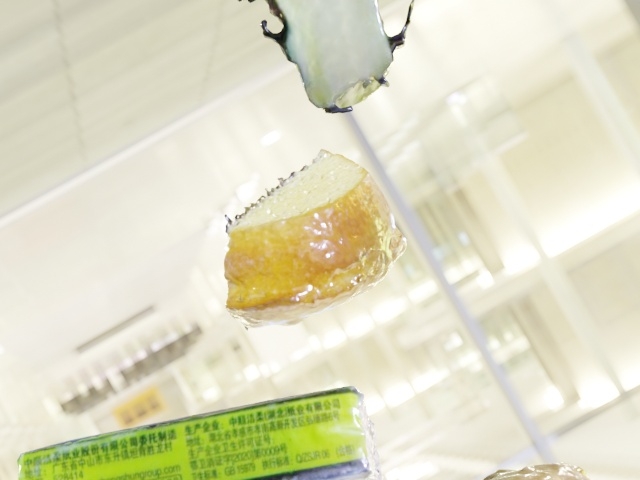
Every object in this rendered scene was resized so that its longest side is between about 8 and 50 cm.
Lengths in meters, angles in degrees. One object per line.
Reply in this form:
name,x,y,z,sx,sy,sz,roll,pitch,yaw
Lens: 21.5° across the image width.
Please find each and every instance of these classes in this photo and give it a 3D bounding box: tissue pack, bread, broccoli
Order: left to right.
tissue pack,-0.076,0.162,1.165,0.236,0.073,0.173,-10,166,2
broccoli,-0.006,-0.222,1.205,0.242,0.273,0.180,-18,-179,3
bread,0.010,-0.002,1.712,0.134,0.129,0.260,-2,-157,27

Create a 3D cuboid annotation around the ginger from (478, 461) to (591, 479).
ginger,0.033,0.217,0.891,0.294,0.086,0.131,-32,-163,-15
